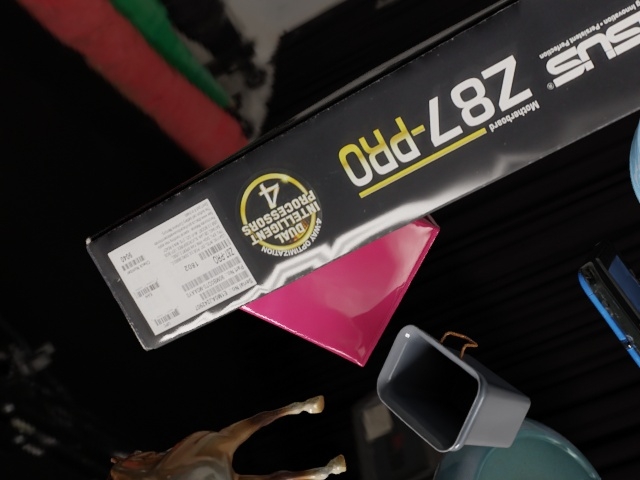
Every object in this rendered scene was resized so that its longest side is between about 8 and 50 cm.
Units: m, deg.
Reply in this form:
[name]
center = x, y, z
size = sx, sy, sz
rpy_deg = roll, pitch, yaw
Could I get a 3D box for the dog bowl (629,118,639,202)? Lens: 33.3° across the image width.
[dog bowl]
center = 0.366, -0.037, 0.804
size = 0.297, 0.166, 0.074
rpy_deg = 42, -174, 26

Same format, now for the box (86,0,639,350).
[box]
center = 0.072, -0.084, 0.750
size = 0.097, 0.394, 0.318
rpy_deg = 60, -159, -6

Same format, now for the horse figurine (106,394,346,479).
[horse figurine]
center = -0.058, 0.187, 0.732
size = 0.263, 0.174, 0.066
rpy_deg = -122, 22, -65

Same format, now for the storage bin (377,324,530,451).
[storage bin]
center = 0.137, 0.143, 1.047
size = 0.091, 0.098, 0.135
rpy_deg = 17, -169, -36

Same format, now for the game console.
[game console]
center = 0.441, 0.076, 1.214
size = 0.250, 0.173, 0.293
rpy_deg = 55, -162, 6

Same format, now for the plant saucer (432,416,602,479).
[plant saucer]
center = 0.277, 0.368, 1.357
size = 0.317, 0.043, 0.318
rpy_deg = 17, -124, -27

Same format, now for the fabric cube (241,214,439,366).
[fabric cube]
center = 0.000, 0.000, 1.696
size = 0.258, 0.254, 0.259
rpy_deg = 25, -169, -11
